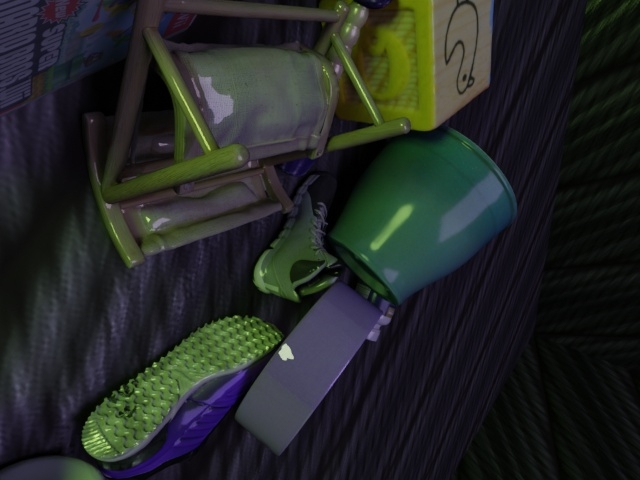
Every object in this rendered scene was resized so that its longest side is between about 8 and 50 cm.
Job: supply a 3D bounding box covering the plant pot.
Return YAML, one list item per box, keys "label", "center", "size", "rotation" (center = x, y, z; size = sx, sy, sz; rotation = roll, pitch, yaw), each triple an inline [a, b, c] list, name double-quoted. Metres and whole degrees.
- label: "plant pot"
  center: [0.159, -0.032, 0.819]
  size: [0.255, 0.271, 0.272]
  rotation: [-45, 139, -9]

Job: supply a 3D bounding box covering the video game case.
- label: "video game case"
  center: [-0.188, -0.175, 0.354]
  size: [0.285, 0.204, 0.025]
  rotation: [-45, 108, -31]

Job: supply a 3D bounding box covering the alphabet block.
- label: "alphabet block"
  center: [0.140, -0.305, 0.711]
  size: [0.197, 0.193, 0.192]
  rotation: [-40, 132, -34]

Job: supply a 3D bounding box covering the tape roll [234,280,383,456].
- label: "tape roll"
  center: [-0.014, 0.199, 0.726]
  size: [0.275, 0.090, 0.275]
  rotation: [-51, 170, -13]

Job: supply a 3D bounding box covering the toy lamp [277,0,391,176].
- label: "toy lamp"
  center: [0.009, -0.215, 0.621]
  size: [0.080, 0.080, 0.275]
  rotation: [-11, 138, -49]

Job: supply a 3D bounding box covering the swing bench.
- label: "swing bench"
  center: [-0.091, -0.115, 0.496]
  size: [0.253, 0.254, 0.165]
  rotation: [-25, 87, -45]

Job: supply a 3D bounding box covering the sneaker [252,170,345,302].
- label: "sneaker"
  center: [0.000, 0.000, 0.719]
  size: [0.229, 0.132, 0.086]
  rotation: [-62, 143, -11]

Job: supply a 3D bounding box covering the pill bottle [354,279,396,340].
- label: "pill bottle"
  center: [0.117, 0.121, 0.955]
  size: [0.094, 0.094, 0.169]
  rotation: [25, 86, -53]

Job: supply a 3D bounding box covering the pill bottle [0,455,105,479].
- label: "pill bottle"
  center: [-0.318, 0.379, 0.489]
  size: [0.130, 0.130, 0.246]
  rotation: [0, 106, -52]

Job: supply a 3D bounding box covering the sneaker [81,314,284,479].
- label: "sneaker"
  center: [-0.175, 0.225, 0.641]
  size: [0.293, 0.102, 0.146]
  rotation: [-30, 134, -37]
